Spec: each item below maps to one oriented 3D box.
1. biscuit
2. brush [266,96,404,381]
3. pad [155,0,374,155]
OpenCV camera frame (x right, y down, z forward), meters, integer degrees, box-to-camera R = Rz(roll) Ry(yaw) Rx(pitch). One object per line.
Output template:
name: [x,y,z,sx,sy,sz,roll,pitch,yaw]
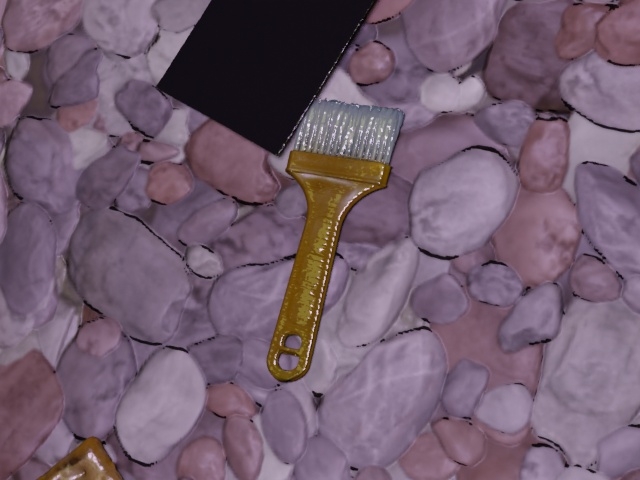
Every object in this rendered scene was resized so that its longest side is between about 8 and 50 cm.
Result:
biscuit: [-0.181,0.202,1.161,0.083,0.018,0.081,-37,71,7]
brush: [0.000,0.000,1.154,0.082,0.010,0.218,11,83,18]
pad: [-0.031,-0.172,1.198,0.127,0.004,0.190,31,88,26]
